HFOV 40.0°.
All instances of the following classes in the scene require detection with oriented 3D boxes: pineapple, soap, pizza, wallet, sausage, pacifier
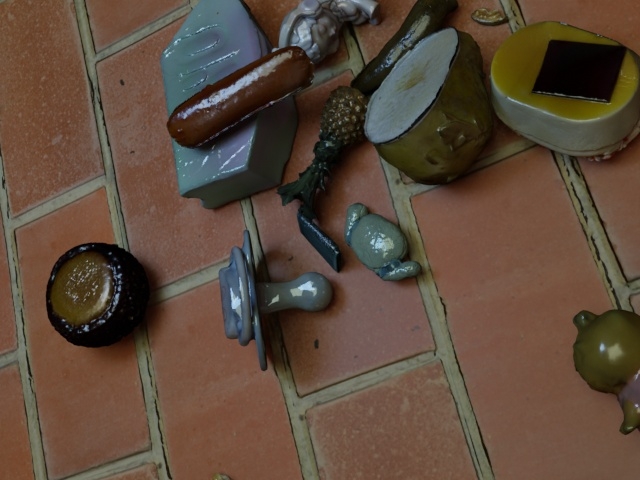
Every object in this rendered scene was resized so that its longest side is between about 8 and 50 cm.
[{"bbox_3d":[0.008,-0.181,1.810,0.130,0.119,0.277,28,87,42],"label":"pineapple"},{"bbox_3d":[-0.203,-0.320,1.926,0.261,0.156,0.446,-18,69,21],"label":"soap"},{"bbox_3d":[0.340,-0.451,1.770,0.083,0.016,0.037,14,85,32],"label":"pizza"},{"bbox_3d":[0.000,0.000,1.786,0.026,0.088,0.129,-37,65,-13],"label":"wallet"},{"bbox_3d":[-0.162,-0.291,1.759,0.330,0.102,0.102,-25,68,15],"label":"sausage"},{"bbox_3d":[-0.088,0.107,1.753,0.225,0.238,0.287,-9,69,-6],"label":"pacifier"}]

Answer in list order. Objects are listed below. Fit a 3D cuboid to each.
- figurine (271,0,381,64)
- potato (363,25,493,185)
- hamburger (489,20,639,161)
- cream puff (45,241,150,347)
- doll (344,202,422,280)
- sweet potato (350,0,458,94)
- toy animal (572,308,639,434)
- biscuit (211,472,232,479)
[{"bbox_3d":[0.006,-0.450,1.857,0.236,0.162,0.141,-37,58,-7],"label":"figurine"},{"bbox_3d":[0.229,-0.241,1.686,0.246,0.196,0.300,-18,42,47],"label":"potato"},{"bbox_3d":[0.451,-0.276,1.601,0.295,0.151,0.227,31,86,33],"label":"hamburger"},{"bbox_3d":[-0.488,0.125,1.947,0.239,0.165,0.239,-7,71,21],"label":"cream puff"},{"bbox_3d":[0.114,0.006,1.734,0.103,0.071,0.214,-49,59,6],"label":"doll"},{"bbox_3d":[0.175,-0.397,1.809,0.286,0.085,0.112,-50,27,19],"label":"sweet potato"},{"bbox_3d":[0.521,0.221,1.432,0.195,0.169,0.281,-27,52,-29],"label":"toy animal"},{"bbox_3d":[-0.123,0.600,1.721,0.309,0.040,0.205,18,86,29],"label":"biscuit"}]
